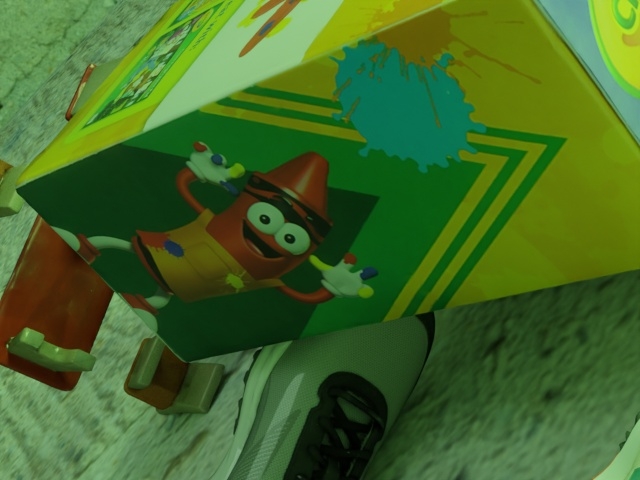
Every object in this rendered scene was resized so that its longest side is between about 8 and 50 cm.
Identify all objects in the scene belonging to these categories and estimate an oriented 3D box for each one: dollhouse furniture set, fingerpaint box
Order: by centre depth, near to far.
[{"bbox_3d":[0.094,-0.158,0.776,0.371,0.163,0.444,-16,32,46],"label":"fingerpaint box"},{"bbox_3d":[-0.189,-0.010,1.101,0.135,0.262,0.259,-16,50,60],"label":"dollhouse furniture set"}]

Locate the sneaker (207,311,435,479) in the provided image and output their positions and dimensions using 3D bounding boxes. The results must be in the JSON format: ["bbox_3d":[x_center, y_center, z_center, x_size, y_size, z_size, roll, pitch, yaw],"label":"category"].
[{"bbox_3d":[-0.013,0.142,0.774,0.271,0.100,0.108,-55,35,-6],"label":"sneaker"}]

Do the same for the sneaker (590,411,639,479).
[{"bbox_3d":[0.140,0.119,0.551,0.161,0.057,0.075,-43,38,14],"label":"sneaker"}]
